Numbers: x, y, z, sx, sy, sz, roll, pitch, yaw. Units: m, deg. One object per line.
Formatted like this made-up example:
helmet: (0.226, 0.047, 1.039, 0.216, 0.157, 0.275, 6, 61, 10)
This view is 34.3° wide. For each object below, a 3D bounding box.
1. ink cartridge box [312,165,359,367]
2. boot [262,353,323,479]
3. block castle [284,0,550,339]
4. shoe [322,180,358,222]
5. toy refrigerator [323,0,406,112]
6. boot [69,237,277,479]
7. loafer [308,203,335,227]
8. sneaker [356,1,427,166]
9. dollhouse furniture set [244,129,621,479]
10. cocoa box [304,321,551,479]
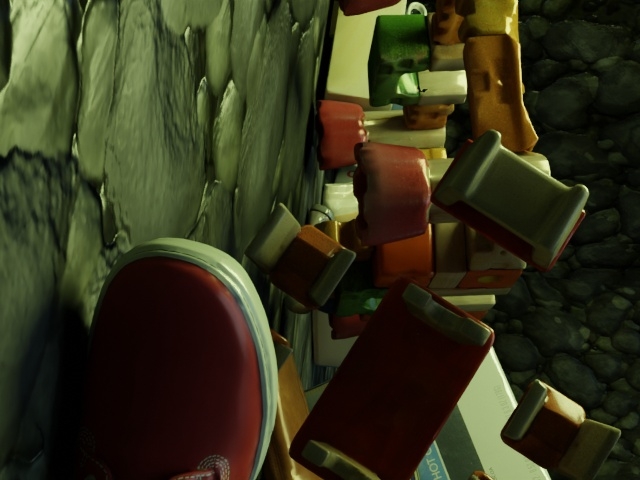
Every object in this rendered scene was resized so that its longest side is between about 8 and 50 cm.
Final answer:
ink cartridge box: (0.103, 0.044, 1.632, 0.197, 0.198, 0.270, 89, 8, -49)
boot: (-0.010, 0.244, 0.908, 0.264, 0.096, 0.280, 52, 17, -61)
block castle: (0.061, -0.080, 1.043, 0.453, 0.213, 0.303, 101, -14, -72)
shoe: (0.097, -0.075, 1.529, 0.076, 0.219, 0.058, 6, -71, 60)
toy refrigerator: (0.058, -0.284, 1.345, 0.102, 0.094, 0.269, 102, -2, -72)
boot: (-0.080, 0.134, 0.434, 0.176, 0.088, 0.244, -68, 167, -65)
loafer: (0.000, 0.000, 1.358, 0.039, 0.045, 0.125, -62, 159, -25)
sneaker: (0.119, -0.240, 1.561, 0.236, 0.130, 0.323, -65, 174, 18)
dollhouse furniture set: (0.079, 0.062, 0.724, 0.259, 0.262, 0.135, -56, 174, -6)
cocoa box: (0.152, 0.313, 1.165, 0.231, 0.228, 0.347, 60, 9, -59)
